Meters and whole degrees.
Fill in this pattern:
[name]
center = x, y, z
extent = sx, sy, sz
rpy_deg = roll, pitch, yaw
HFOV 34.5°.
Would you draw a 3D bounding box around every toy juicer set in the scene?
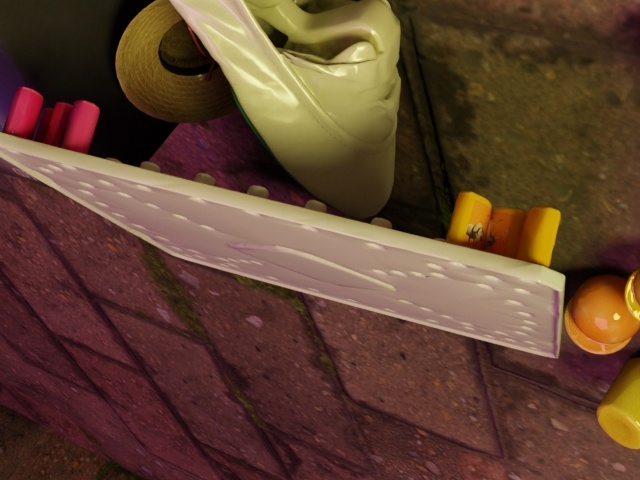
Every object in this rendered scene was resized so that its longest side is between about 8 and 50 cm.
[toy juicer set]
center = 0.336, 0.093, 0.806
extent = 0.329, 0.089, 0.209
rpy_deg = 6, 130, 57

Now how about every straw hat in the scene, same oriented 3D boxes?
[straw hat]
center = -0.105, -0.171, 0.865
extent = 0.144, 0.145, 0.061
rpy_deg = 70, 177, -50

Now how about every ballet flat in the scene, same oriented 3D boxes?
[ballet flat]
center = -0.024, -0.169, 0.737
extent = 0.139, 0.139, 0.400
rpy_deg = 1, 138, 48

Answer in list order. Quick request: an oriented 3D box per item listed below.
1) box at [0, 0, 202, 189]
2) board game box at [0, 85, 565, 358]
[box]
center = -0.297, -0.210, 0.898
extent = 0.296, 0.182, 0.294
rpy_deg = 16, 150, 32
[board game box]
center = 0.000, 0.000, 0.812
extent = 0.390, 0.050, 0.390
rpy_deg = 14, 172, 15
